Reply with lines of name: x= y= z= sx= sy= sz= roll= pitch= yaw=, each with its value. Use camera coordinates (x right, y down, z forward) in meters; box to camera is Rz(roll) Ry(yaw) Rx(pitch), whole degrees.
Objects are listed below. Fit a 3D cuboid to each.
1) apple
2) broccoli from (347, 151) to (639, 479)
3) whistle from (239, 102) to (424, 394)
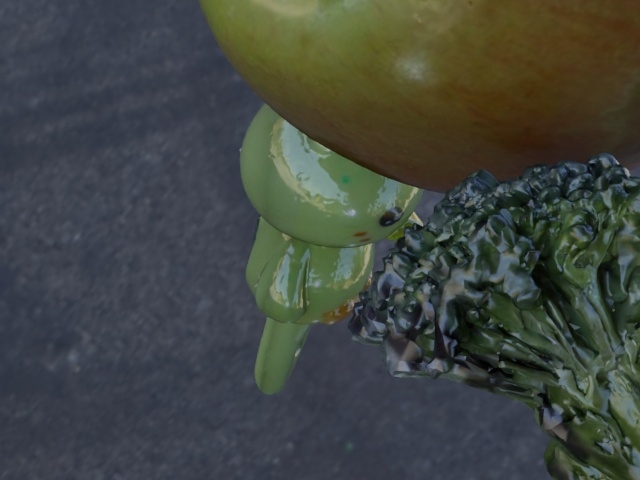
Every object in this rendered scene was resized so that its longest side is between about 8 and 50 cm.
apple: x=0.087 y=-0.193 z=0.907 sx=0.305 sy=0.338 sz=0.338 roll=8 pitch=55 yaw=-40
broccoli: x=0.146 y=0.101 z=0.752 sx=0.145 sy=0.165 sz=0.304 roll=-36 pitch=87 yaw=-11
whistle: x=0.010 y=0.001 z=1.203 sx=0.141 sy=0.294 sz=0.141 roll=0 pitch=36 yaw=0
